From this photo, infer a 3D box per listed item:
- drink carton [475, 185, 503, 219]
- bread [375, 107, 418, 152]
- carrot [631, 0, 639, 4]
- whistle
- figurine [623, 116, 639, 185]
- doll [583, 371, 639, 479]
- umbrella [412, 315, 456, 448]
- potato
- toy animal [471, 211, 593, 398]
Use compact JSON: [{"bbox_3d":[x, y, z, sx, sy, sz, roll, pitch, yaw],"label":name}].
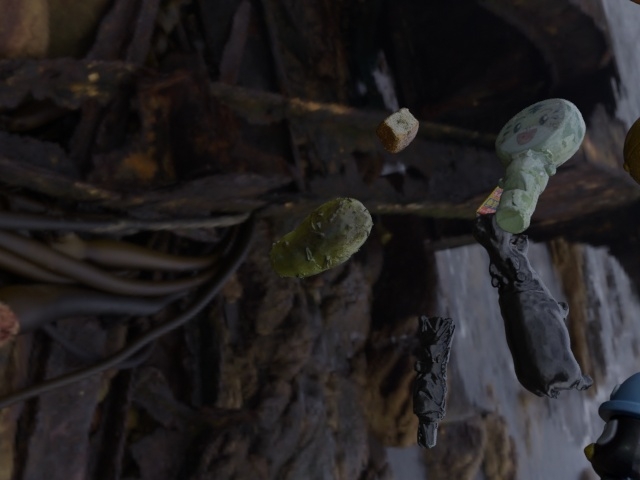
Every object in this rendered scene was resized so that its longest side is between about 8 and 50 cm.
[{"bbox_3d":[0.421,-0.086,2.110,0.166,0.071,0.056,-45,147,-28],"label":"drink carton"},{"bbox_3d":[0.182,-0.256,2.187,0.083,0.070,0.077,-34,82,-27],"label":"bread"},{"bbox_3d":[0.675,-0.518,1.854,0.258,0.307,0.100,-39,153,-52],"label":"carrot"},{"bbox_3d":[0.286,-0.106,1.256,0.067,0.126,0.258,51,44,-24],"label":"whistle"},{"bbox_3d":[0.691,-0.163,1.743,0.192,0.256,0.167,-111,-156,-61],"label":"figurine"},{"bbox_3d":[0.479,0.321,1.433,0.314,0.141,0.177,-63,158,-16],"label":"doll"},{"bbox_3d":[0.201,0.253,1.674,0.059,0.066,0.236,14,79,-64],"label":"umbrella"},{"bbox_3d":[0.000,0.000,1.823,0.117,0.225,0.090,62,15,17],"label":"potato"},{"bbox_3d":[0.365,0.114,1.652,0.168,0.106,0.343,0,68,-59],"label":"toy animal"}]
